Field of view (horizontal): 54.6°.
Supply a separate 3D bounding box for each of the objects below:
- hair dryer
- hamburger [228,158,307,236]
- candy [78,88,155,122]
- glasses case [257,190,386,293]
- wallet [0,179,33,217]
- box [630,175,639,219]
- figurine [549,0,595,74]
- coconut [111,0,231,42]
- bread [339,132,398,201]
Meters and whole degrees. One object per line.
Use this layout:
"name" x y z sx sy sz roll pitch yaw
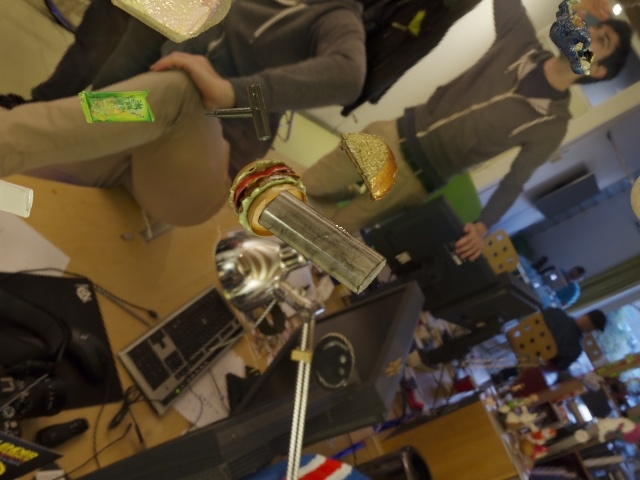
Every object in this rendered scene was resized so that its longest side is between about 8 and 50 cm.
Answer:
"hair dryer" -0.266 -0.387 1.975 0.050 0.195 0.173 16 60 -82
"hamburger" -0.193 -0.165 2.201 0.274 0.274 0.212 24 27 -56
"candy" -0.531 -0.349 1.623 0.102 0.178 0.032 95 -10 -47
"glasses case" 0.000 0.000 1.436 0.299 0.114 0.060 35 -28 18
"wallet" -0.607 -0.086 1.174 0.122 0.061 0.025 16 21 3
"box" 0.797 -0.061 1.171 0.349 0.289 0.141 35 -41 37
"figurine" 0.822 -0.657 2.037 0.164 0.121 0.262 40 41 -55
"coconut" -0.306 -0.558 1.337 0.245 0.233 0.233 21 41 -33
"bread" 0.165 -0.248 1.932 0.260 0.134 0.129 61 -2 35
